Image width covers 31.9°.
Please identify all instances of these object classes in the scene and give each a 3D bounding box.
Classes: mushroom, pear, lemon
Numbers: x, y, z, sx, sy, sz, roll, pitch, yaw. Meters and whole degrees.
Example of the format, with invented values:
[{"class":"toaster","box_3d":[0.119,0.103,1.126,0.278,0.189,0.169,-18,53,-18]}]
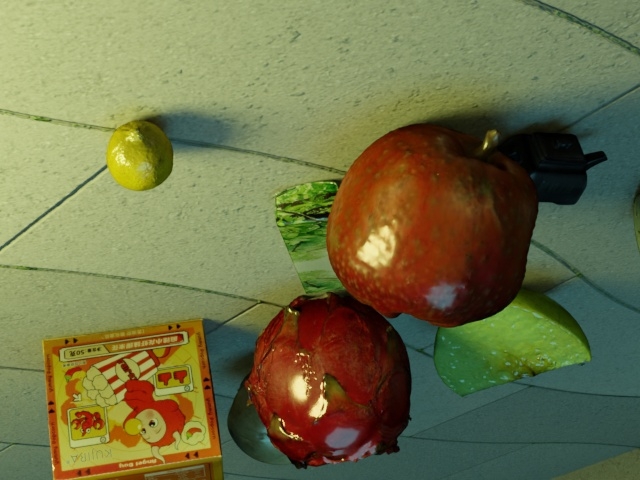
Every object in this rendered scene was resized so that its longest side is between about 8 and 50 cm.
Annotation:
[{"class":"mushroom","box_3d":[-0.062,0.327,2.200,0.255,0.255,0.184,16,-173,-44]},{"class":"pear","box_3d":[0.322,0.153,2.064,0.288,0.139,0.239,-21,138,31]},{"class":"lemon","box_3d":[-0.218,-0.103,1.354,0.082,0.082,0.110,-7,161,-9]}]

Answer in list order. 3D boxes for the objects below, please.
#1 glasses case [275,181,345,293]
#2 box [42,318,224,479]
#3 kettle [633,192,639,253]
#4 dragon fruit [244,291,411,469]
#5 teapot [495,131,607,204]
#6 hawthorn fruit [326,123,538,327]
[{"class":"glasses case","box_3d":[0.000,0.000,1.681,0.095,0.062,0.272,-6,155,5]},{"class":"box","box_3d":[-0.324,0.304,1.957,0.283,0.259,0.214,-7,156,-8]},{"class":"kettle","box_3d":[0.642,-0.029,1.797,0.255,0.165,0.240,-15,-176,1]},{"class":"dragon fruit","box_3d":[0.020,0.245,1.937,0.296,0.301,0.295,-12,162,-4]},{"class":"teapot","box_3d":[0.317,-0.110,1.552,0.177,0.087,0.096,1,148,-23]},{"class":"hawthorn fruit","box_3d":[0.152,-0.024,1.458,0.275,0.275,0.299,9,122,-36]}]
